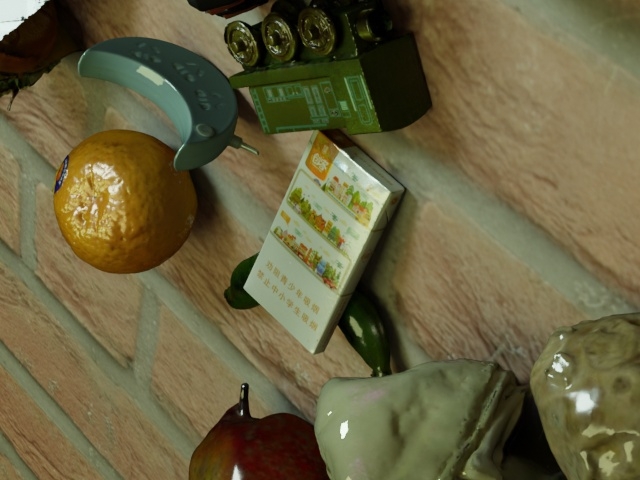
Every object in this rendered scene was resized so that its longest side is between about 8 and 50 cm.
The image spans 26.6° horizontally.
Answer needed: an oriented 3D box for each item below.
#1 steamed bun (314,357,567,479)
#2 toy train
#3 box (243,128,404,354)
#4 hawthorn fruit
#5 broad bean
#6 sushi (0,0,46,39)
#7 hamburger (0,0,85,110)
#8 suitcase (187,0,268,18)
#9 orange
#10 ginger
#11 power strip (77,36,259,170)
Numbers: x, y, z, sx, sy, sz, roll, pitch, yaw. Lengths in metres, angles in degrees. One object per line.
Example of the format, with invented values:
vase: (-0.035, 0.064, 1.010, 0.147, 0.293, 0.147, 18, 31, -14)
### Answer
steamed bun: (0.145, 0.248, 1.282, 0.206, 0.275, 0.320, -17, 130, 26)
toy train: (-0.003, -0.170, 1.334, 0.225, 0.090, 0.137, 1, 115, 51)
box: (-0.001, 0.000, 1.439, 0.122, 0.032, 0.220, 43, 125, 28)
hawthorn fruit: (-0.059, 0.291, 1.619, 0.208, 0.208, 0.248, -48, 56, 52)
broad bean: (-0.017, 0.077, 1.535, 0.292, 0.049, 0.144, 31, 130, 38)
sushi: (-0.343, -0.379, 1.595, 0.231, 0.047, 0.219, -37, 78, 9)
hamburger: (-0.437, -0.273, 1.683, 0.139, 0.262, 0.243, -34, 86, 35)
suitcase: (-0.113, -0.313, 1.273, 0.285, 0.066, 0.206, -85, -25, -82)
orange: (-0.235, -0.046, 1.636, 0.177, 0.155, 0.177, -8, 75, 31)
ginger: (0.326, 0.162, 1.068, 0.375, 0.176, 0.256, -13, 118, 52)
power strip: (-0.156, -0.151, 1.496, 0.216, 0.137, 0.044, 42, 133, 20)
